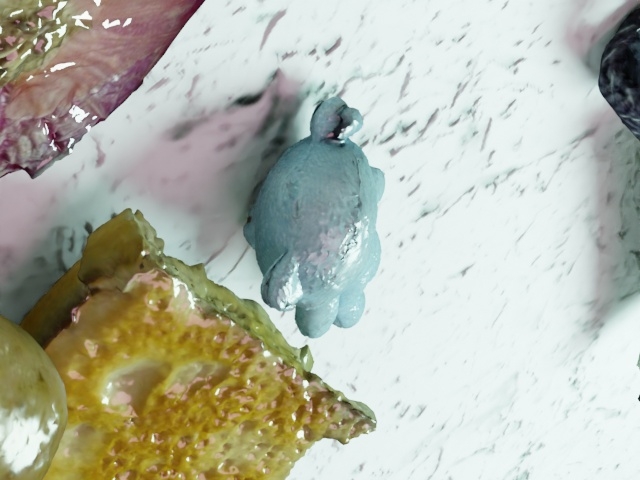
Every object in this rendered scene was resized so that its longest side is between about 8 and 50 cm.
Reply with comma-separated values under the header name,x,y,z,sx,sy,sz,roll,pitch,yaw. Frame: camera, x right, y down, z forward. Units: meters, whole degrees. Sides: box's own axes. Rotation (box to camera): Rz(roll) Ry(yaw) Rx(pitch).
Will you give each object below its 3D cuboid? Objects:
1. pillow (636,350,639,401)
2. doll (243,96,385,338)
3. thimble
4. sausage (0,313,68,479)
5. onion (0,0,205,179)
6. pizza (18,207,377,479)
name,x,y,z,sx,sy,sz,roll,pitch,yaw
pillow,0.363,-0.034,1.076,0.312,0.119,0.310,-35,151,-11
doll,-0.005,-0.001,0.802,0.180,0.075,0.120,83,21,-74
thimble,0.229,-0.112,0.878,0.104,0.095,0.066,-14,146,27
sausage,-0.266,0.014,0.480,0.123,0.136,0.501,-55,146,-3
onion,-0.125,-0.110,0.454,0.248,0.161,0.248,-19,147,-13
pizza,-0.096,0.117,0.797,0.223,0.089,0.323,8,127,-26
